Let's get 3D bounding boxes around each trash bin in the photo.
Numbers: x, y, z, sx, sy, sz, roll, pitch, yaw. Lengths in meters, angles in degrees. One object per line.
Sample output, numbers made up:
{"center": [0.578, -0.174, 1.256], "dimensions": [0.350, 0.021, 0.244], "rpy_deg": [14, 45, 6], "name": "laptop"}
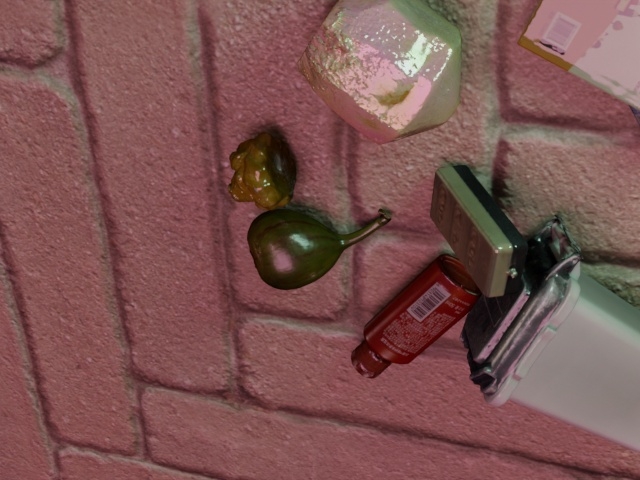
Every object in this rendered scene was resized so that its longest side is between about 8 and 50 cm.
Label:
{"center": [0.456, 0.173, 1.896], "dimensions": [0.368, 0.256, 0.296], "rpy_deg": [28, 107, -10], "name": "trash bin"}

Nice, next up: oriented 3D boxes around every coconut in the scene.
{"center": [0.104, -0.265, 1.736], "dimensions": [0.245, 0.233, 0.233], "rpy_deg": [37, 128, -3], "name": "coconut"}

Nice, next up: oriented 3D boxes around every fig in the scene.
{"center": [0.000, 0.000, 2.051], "dimensions": [0.259, 0.151, 0.151], "rpy_deg": [-14, 121, -3], "name": "fig"}

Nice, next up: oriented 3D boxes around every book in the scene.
{"center": [0.464, -0.305, 1.645], "dimensions": [0.295, 0.020, 0.208], "rpy_deg": [29, 122, 3], "name": "book"}

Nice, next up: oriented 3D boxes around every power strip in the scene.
{"center": [0.255, -0.016, 1.840], "dimensions": [0.070, 0.256, 0.105], "rpy_deg": [-10, 127, -17], "name": "power strip"}

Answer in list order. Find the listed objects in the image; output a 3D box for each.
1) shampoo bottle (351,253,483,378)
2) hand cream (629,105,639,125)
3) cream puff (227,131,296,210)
{"center": [0.172, 0.149, 2.092], "dimensions": [0.118, 0.076, 0.314], "rpy_deg": [29, 130, -16], "name": "shampoo bottle"}
{"center": [0.477, -0.261, 1.706], "dimensions": [0.091, 0.058, 0.271], "rpy_deg": [-17, 113, 40], "name": "hand cream"}
{"center": [-0.113, -0.116, 1.977], "dimensions": [0.116, 0.146, 0.146], "rpy_deg": [-10, 119, 28], "name": "cream puff"}
